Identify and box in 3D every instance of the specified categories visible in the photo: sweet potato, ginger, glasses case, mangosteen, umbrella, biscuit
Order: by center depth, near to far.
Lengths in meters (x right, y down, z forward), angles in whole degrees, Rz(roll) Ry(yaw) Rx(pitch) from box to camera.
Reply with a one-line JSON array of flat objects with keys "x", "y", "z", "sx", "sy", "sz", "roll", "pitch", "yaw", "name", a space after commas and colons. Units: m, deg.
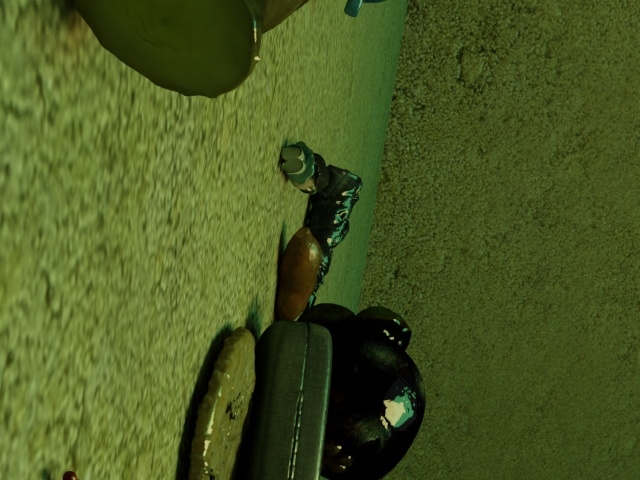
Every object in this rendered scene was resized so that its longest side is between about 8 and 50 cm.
[{"x": -0.034, "y": -0.176, "z": 0.438, "sx": 0.116, "sy": 0.109, "sz": 0.263, "roll": 98, "pitch": 7, "yaw": -48, "name": "ginger"}, {"x": -0.096, "y": 0.192, "z": 0.850, "sx": 0.220, "sy": 0.033, "sz": 0.220, "roll": 11, "pitch": 90, "yaw": -85, "name": "biscuit"}, {"x": -0.050, "y": 0.250, "z": 0.952, "sx": 0.131, "sy": 0.074, "sz": 0.323, "roll": 137, "pitch": -37, "yaw": -65, "name": "glasses case"}, {"x": -0.033, "y": 0.060, "z": 1.133, "sx": 0.056, "sy": 0.056, "sz": 0.195, "roll": -71, "pitch": 175, "yaw": -54, "name": "sweet potato"}, {"x": 0.033, "y": 0.201, "z": 1.179, "sx": 0.243, "sy": 0.242, "sz": 0.243, "roll": 11, "pitch": 90, "yaw": -84, "name": "mangosteen"}, {"x": 0.001, "y": 0.001, "z": 1.275, "sx": 0.071, "sy": 0.080, "sz": 0.224, "roll": -13, "pitch": -124, "yaw": 57, "name": "umbrella"}]

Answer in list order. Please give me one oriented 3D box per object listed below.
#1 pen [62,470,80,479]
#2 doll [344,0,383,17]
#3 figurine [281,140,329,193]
[{"x": -0.138, "y": 0.204, "z": 0.525, "sx": 0.026, "sy": 0.026, "sz": 0.218, "roll": -72, "pitch": 170, "yaw": -48, "name": "pen"}, {"x": 0.091, "y": -0.433, "z": 1.005, "sx": 0.199, "sy": 0.145, "sz": 0.363, "roll": 51, "pitch": 57, "yaw": -88, "name": "doll"}, {"x": -0.021, "y": -0.089, "z": 1.014, "sx": 0.060, "sy": 0.047, "sz": 0.106, "roll": 65, "pitch": 8, "yaw": 11, "name": "figurine"}]
